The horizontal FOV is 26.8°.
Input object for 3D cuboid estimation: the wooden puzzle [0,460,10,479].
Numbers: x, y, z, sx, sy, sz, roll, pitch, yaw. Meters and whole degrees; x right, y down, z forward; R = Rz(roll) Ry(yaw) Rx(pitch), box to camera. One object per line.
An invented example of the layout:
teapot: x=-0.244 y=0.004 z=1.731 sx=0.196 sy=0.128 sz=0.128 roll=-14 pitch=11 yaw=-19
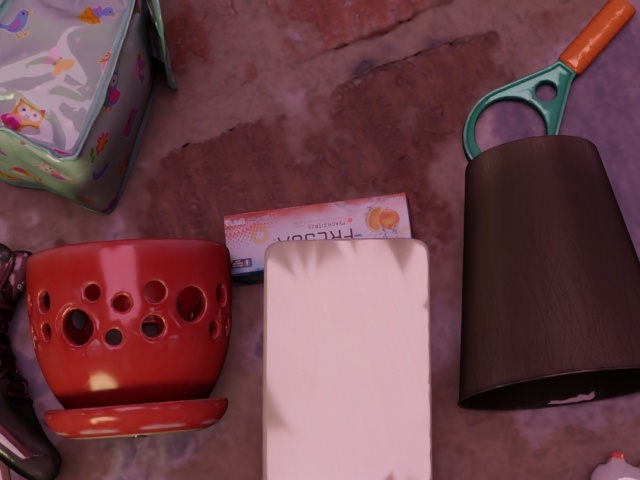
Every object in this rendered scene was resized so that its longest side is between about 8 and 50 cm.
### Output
wooden puzzle: x=-0.343 y=0.218 z=1.318 sx=0.078 sy=0.014 sz=0.116 roll=-5 pitch=75 yaw=0

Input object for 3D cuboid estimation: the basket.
basket: x=0.212 y=0.030 z=1.251 sx=0.204 sy=0.154 sz=0.227 roll=-8 pitch=72 yaw=1

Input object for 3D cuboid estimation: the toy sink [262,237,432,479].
toy sink: x=0.028 y=0.124 z=1.249 sx=0.152 sy=0.131 sz=0.234 roll=-2 pitch=81 yaw=4

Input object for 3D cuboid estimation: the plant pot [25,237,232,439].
plant pot: x=-0.173 y=0.094 z=1.250 sx=0.191 sy=0.191 sz=0.174 roll=-5 pitch=85 yaw=4

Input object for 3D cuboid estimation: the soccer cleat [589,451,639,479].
soccer cleat: x=0.343 y=0.246 z=1.228 sx=0.196 sy=0.068 sz=0.076 roll=9 pitch=82 yaw=14

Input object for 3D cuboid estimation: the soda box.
soda box: x=0.000 y=0.000 z=1.319 sx=0.183 sy=0.058 sz=0.063 roll=-7 pitch=76 yaw=4

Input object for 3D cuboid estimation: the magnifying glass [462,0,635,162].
magnifying glass: x=0.233 y=-0.156 z=1.355 sx=0.092 sy=0.026 sz=0.231 roll=41 pitch=82 yaw=13

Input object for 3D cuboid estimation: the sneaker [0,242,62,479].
sneaker: x=-0.312 y=0.092 z=1.296 sx=0.281 sy=0.106 sz=0.162 roll=42 pitch=74 yaw=15

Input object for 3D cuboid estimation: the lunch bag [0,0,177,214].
lunch bag: x=-0.227 y=-0.182 z=1.300 sx=0.160 sy=0.223 sz=0.262 roll=20 pitch=77 yaw=4
